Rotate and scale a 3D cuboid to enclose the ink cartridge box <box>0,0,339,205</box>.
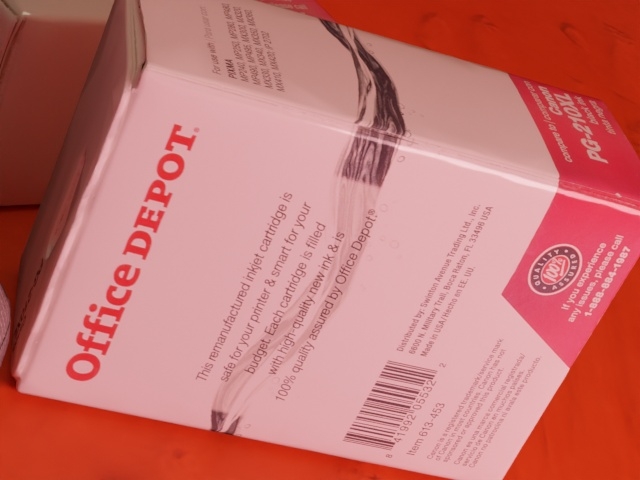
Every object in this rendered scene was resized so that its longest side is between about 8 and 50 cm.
[{"bbox_3d":[-0.155,-0.152,0.874,0.207,0.117,0.283,-5,43,-41],"label":"ink cartridge box"}]

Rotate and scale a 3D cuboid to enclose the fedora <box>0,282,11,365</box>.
[{"bbox_3d":[-0.187,0.021,0.528,0.124,0.244,0.275,48,21,-22],"label":"fedora"}]

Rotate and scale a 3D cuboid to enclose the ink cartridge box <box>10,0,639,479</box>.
[{"bbox_3d":[0.000,0.000,0.702,0.237,0.172,0.100,14,32,-20],"label":"ink cartridge box"}]
